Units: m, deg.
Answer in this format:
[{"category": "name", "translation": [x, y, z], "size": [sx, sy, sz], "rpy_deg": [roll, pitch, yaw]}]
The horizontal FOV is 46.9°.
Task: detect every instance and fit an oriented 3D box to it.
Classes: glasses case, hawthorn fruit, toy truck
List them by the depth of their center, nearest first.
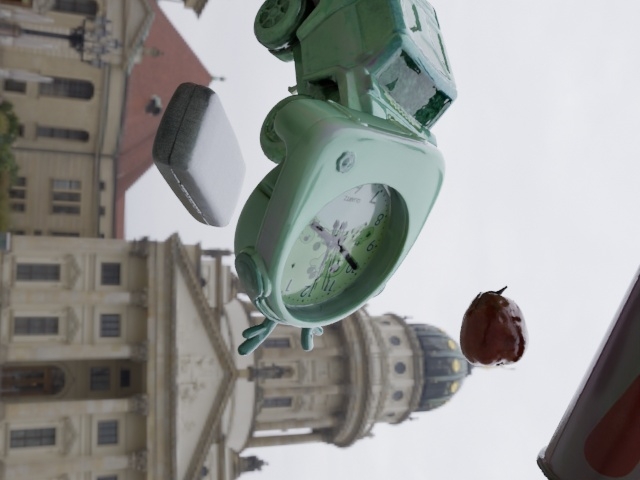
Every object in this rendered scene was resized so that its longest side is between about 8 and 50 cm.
[{"category": "toy truck", "translation": [0.037, -0.161, 0.724], "size": [0.156, 0.155, 0.278], "rpy_deg": [-27, -128, 28]}, {"category": "hawthorn fruit", "translation": [0.205, 0.101, 0.874], "size": [0.081, 0.081, 0.093], "rpy_deg": [162, -75, -66]}, {"category": "glasses case", "translation": [-0.182, -0.121, 1.164], "size": [0.323, 0.074, 0.131], "rpy_deg": [79, 29, -74]}]

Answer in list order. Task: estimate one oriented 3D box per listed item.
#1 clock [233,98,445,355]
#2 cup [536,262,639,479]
[{"category": "clock", "translation": [0.000, 0.000, 0.580], "size": [0.066, 0.159, 0.210], "rpy_deg": [41, -69, 38]}, {"category": "cup", "translation": [0.390, 0.164, 0.841], "size": [0.203, 0.203, 0.288], "rpy_deg": [37, -66, 63]}]
